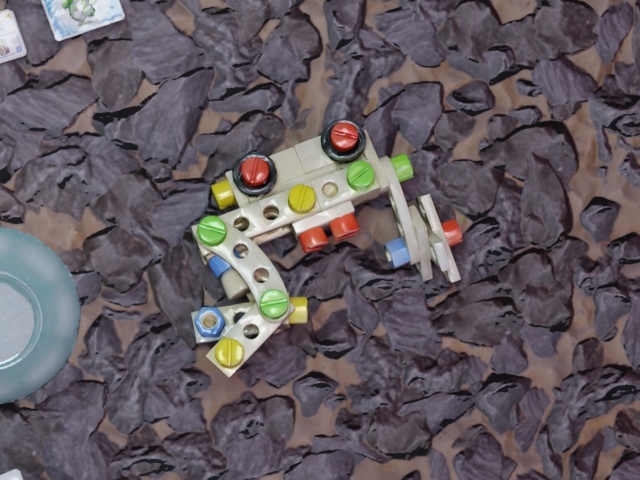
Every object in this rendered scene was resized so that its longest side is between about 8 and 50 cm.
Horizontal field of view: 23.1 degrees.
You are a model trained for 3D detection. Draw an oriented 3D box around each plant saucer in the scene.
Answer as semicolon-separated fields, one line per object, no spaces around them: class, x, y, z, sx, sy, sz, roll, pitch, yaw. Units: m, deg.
plant saucer;-0.348;0.082;1.650;0.195;0.037;0.194;-2;96;-15

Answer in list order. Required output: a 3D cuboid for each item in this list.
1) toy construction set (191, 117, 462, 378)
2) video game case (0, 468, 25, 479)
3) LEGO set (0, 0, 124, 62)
toy construction set;0.000;0.000;1.676;0.328;0.151;0.215;-18;77;-20
video game case;-0.376;0.305;1.553;0.204;0.285;0.025;-22;73;-12
LEGO set;-0.290;-0.296;1.625;0.244;0.060;0.182;-19;102;-1
